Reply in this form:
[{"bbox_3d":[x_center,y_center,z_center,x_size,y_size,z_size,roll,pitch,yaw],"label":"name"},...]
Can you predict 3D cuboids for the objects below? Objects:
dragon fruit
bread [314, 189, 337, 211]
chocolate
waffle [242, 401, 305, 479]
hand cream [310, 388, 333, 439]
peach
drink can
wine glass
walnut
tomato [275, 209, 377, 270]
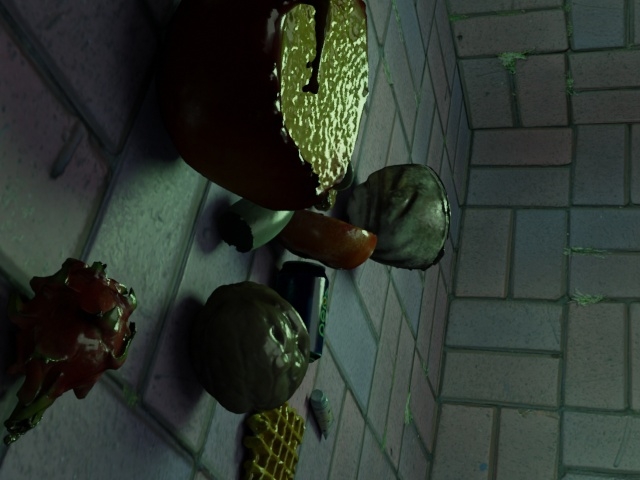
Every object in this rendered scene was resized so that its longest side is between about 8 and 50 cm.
[{"bbox_3d":[-0.307,0.127,0.997,0.236,0.135,0.137,-55,151,-30],"label":"dragon fruit"},{"bbox_3d":[0.005,-0.129,2.015,0.082,0.060,0.113,-57,145,-57],"label":"bread"},{"bbox_3d":[0.177,-0.057,2.245,0.212,0.303,0.303,-4,96,-27],"label":"chocolate"},{"bbox_3d":[-0.103,0.429,1.714,0.219,0.057,0.229,65,32,-52],"label":"waffle"},{"bbox_3d":[0.006,0.417,2.066,0.171,0.043,0.065,76,28,-49],"label":"hand cream"},{"bbox_3d":[-0.098,-0.255,1.328,0.335,0.309,0.406,-25,121,-65],"label":"peach"},{"bbox_3d":[-0.045,0.150,1.785,0.118,0.118,0.205,44,50,-65],"label":"drink can"},{"bbox_3d":[-0.124,-0.134,1.640,0.309,0.264,0.096,-36,162,-42],"label":"wine glass"},{"bbox_3d":[-0.120,0.177,1.440,0.224,0.224,0.224,1,90,-72],"label":"walnut"},{"bbox_3d":[0.000,0.000,1.782,0.095,0.236,0.237,-71,160,-3],"label":"tomato"}]
